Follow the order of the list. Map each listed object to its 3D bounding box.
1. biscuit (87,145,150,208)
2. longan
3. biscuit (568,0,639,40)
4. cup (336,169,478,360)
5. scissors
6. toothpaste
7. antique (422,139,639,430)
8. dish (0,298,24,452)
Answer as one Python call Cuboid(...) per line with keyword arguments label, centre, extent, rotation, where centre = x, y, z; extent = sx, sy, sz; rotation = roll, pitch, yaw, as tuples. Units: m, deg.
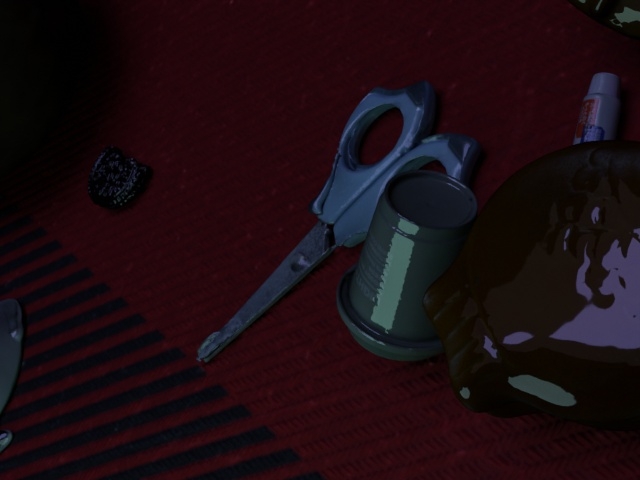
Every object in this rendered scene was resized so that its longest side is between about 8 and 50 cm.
Cuboid(label="biscuit", centre=(-0.236, -0.076, 1.448), extent=(0.089, 0.027, 0.087), rotation=(-28, 53, 28))
Cuboid(label="longan", centre=(-0.472, -0.254, 1.511), extent=(0.391, 0.391, 0.391), rotation=(-20, 56, 32))
Cuboid(label="biscuit", centre=(0.295, -0.309, 0.945), extent=(0.332, 0.103, 0.331), rotation=(8, 110, 23))
Cuboid(label="cup", centre=(0.076, 0.017, 1.031), extent=(0.120, 0.120, 0.141), rotation=(-125, 31, -43))
Cuboid(label="scissors", centre=(-0.001, -0.001, 1.202), extent=(0.360, 0.029, 0.191), rotation=(-43, 48, 14))
Cuboid(label="toothpaste", centre=(0.220, -0.035, 1.032), extent=(0.052, 0.033, 0.218), rotation=(4, 75, 40))
Cuboid(label="antique", centre=(0.217, 0.030, 0.914), extent=(0.278, 0.129, 0.223), rotation=(-36, 56, 19))
Cuboid(label="dish", centre=(-0.442, 0.161, 1.462), extent=(0.224, 0.078, 0.246), rotation=(-45, 46, 12))
